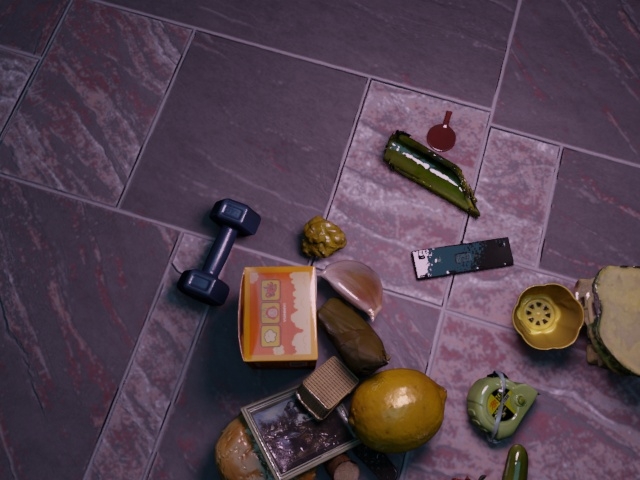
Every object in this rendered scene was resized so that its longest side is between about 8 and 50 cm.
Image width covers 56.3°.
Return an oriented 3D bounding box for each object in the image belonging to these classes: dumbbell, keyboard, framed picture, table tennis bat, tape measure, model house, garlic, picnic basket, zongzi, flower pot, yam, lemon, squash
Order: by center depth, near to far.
[{"bbox_3d":[-0.045,0.510,1.661,0.296,0.019,0.232,-14,57,-34],"label":"framed picture"},{"bbox_3d":[0.211,0.471,1.661,0.263,0.236,0.236,12,73,-4],"label":"lemon"},{"bbox_3d":[0.055,0.630,1.663,0.084,0.127,0.084,0,90,-14],"label":"yam"},{"bbox_3d":[0.541,0.702,1.684,0.066,0.066,0.252,17,75,4],"label":"squash"},{"bbox_3d":[0.093,0.258,1.692,0.123,0.289,0.260,-31,75,-13],"label":"zongzi"},{"bbox_3d":[0.020,0.421,1.703,0.115,0.079,0.164,43,46,17],"label":"picnic basket"},{"bbox_3d":[0.840,0.240,1.718,0.261,0.266,0.321,5,74,-7],"label":"model house"},{"bbox_3d":[0.512,0.475,1.733,0.175,0.106,0.200,38,78,-5],"label":"tape measure"},{"bbox_3d":[0.658,0.222,1.762,0.195,0.179,0.195,-1,84,12],"label":"flower pot"},{"bbox_3d":[0.079,0.116,1.807,0.266,0.148,0.128,29,95,1],"label":"garlic"},{"bbox_3d":[-0.308,0.036,1.830,0.144,0.160,0.325,10,71,35],"label":"dumbbell"},{"bbox_3d":[0.450,0.054,1.899,0.317,0.027,0.106,-8,77,-3],"label":"keyboard"},{"bbox_3d":[0.418,-0.372,2.032,0.098,0.019,0.155,18,76,5],"label":"table tennis bat"}]

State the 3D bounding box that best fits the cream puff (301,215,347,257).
[{"bbox_3d":[0.000,0.000,1.850,0.146,0.146,0.116,37,77,9],"label":"cream puff"}]

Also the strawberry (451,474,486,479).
[{"bbox_3d":[0.393,0.772,1.645,0.286,0.106,0.188,-41,55,1],"label":"strawberry"}]

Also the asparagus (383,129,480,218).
[{"bbox_3d":[0.377,-0.217,1.940,0.382,0.108,0.128,33,74,6],"label":"asparagus"}]

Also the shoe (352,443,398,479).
[{"bbox_3d":[0.155,0.619,1.708,0.071,0.049,0.179,-45,56,-2],"label":"shoe"}]

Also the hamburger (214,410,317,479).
[{"bbox_3d":[-0.153,0.607,1.661,0.283,0.144,0.259,40,77,14],"label":"hamburger"}]

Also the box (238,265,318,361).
[{"bbox_3d":[-0.116,0.229,1.700,0.214,0.283,0.259,-2,73,-3],"label":"box"}]
